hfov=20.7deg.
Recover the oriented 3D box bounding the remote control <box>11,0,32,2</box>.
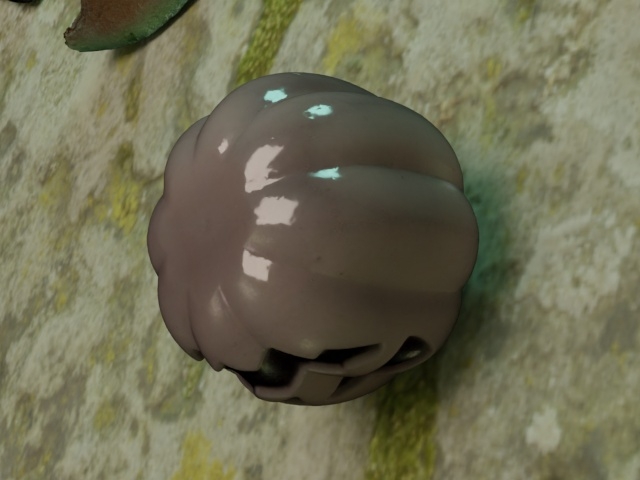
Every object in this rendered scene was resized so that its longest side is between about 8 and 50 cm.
[{"bbox_3d":[-0.299,-0.253,1.610,0.212,0.028,0.059,21,89,56],"label":"remote control"}]

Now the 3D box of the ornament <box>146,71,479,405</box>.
[{"bbox_3d":[0.000,0.000,0.943,0.177,0.177,0.177,-31,47,41],"label":"ornament"}]

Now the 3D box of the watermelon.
[{"bbox_3d":[-0.142,-0.203,1.334,0.101,0.080,0.155,-93,25,-47],"label":"watermelon"}]
